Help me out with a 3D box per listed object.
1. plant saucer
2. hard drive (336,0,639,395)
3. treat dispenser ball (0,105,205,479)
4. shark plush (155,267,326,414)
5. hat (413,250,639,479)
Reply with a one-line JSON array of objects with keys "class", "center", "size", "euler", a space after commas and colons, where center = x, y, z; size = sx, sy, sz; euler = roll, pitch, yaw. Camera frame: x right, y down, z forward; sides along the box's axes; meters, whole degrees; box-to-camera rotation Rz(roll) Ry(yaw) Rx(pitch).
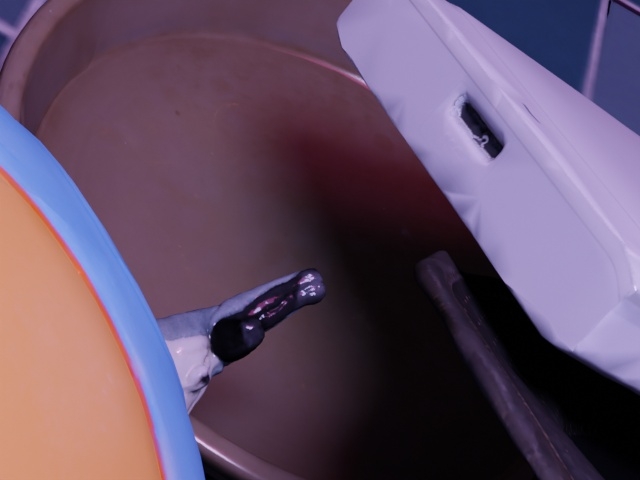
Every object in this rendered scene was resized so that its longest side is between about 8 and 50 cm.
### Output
[{"class": "plant saucer", "center": [0.000, 0.000, 0.745], "size": [0.278, 0.041, 0.278], "euler": [18, 44, -19]}, {"class": "hard drive", "center": [0.154, 0.027, 0.714], "size": [0.307, 0.040, 0.203], "euler": [29, 19, -37]}, {"class": "treat dispenser ball", "center": [-0.163, 0.076, 0.376], "size": [0.288, 0.288, 0.288], "euler": [19, 44, -20]}, {"class": "shark plush", "center": [-0.077, 0.036, 0.606], "size": [0.161, 0.073, 0.067], "euler": [-31, 41, -6]}, {"class": "hat", "center": [0.117, 0.157, 0.596], "size": [0.331, 0.134, 0.331], "euler": [38, 16, -13]}]
